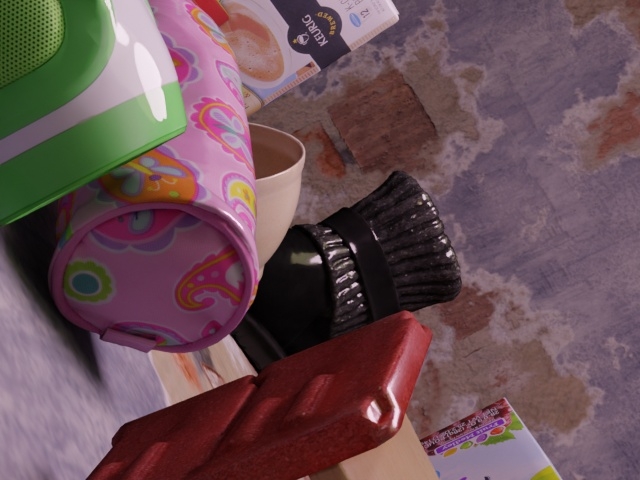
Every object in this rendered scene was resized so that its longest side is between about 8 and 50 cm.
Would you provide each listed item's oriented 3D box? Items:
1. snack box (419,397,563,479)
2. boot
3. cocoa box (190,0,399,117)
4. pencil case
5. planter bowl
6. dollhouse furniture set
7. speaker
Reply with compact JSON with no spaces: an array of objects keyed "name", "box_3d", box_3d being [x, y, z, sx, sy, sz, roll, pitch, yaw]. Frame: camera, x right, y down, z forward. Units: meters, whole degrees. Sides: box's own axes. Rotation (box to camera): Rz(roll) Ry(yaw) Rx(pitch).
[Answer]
[{"name":"snack box","box_3d":[0.053,0.195,0.730,0.070,0.207,0.174,62,2,-13]},{"name":"boot","box_3d":[-0.001,-0.002,1.299,0.131,0.260,0.348,64,1,37]},{"name":"cocoa box","box_3d":[-0.123,-0.320,1.162,0.347,0.228,0.231,49,12,-48]},{"name":"pencil case","box_3d":[-0.106,-0.054,0.763,0.284,0.124,0.124,-104,168,-53]},{"name":"planter bowl","box_3d":[-0.094,-0.021,0.949,0.162,0.162,0.109,-114,-156,-65]},{"name":"dollhouse furniture set","box_3d":[-0.021,0.183,0.357,0.201,0.152,0.374,63,19,-7]},{"name":"speaker","box_3d":[-0.179,-0.161,0.576,0.296,0.131,0.131,62,1,-7]}]
